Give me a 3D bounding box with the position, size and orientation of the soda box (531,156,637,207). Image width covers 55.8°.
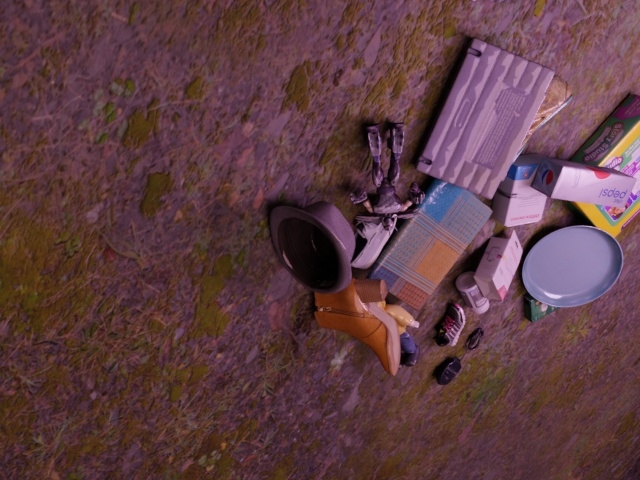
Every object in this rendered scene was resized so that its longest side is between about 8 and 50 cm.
[{"bbox_3d":[0.754,-0.165,1.727,0.286,0.091,0.098,6,113,-23],"label":"soda box"}]

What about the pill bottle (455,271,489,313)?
[{"bbox_3d":[0.484,0.167,1.911,0.078,0.078,0.137,-36,128,-3],"label":"pill bottle"}]

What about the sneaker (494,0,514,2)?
[{"bbox_3d":[0.490,-0.646,1.440,0.281,0.105,0.115,-15,94,-17],"label":"sneaker"}]

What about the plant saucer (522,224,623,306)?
[{"bbox_3d":[0.822,0.081,1.987,0.317,0.044,0.317,2,120,3],"label":"plant saucer"}]

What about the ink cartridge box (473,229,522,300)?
[{"bbox_3d":[0.552,0.071,1.866,0.198,0.067,0.115,-58,134,-26],"label":"ink cartridge box"}]

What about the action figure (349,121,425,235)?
[{"bbox_3d":[0.162,-0.149,1.513,0.185,0.099,0.285,-6,104,-5],"label":"action figure"}]

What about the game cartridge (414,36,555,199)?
[{"bbox_3d":[0.415,-0.304,1.544,0.230,0.068,0.355,21,110,-6],"label":"game cartridge"}]

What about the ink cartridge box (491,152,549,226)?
[{"bbox_3d":[0.592,-0.150,1.775,0.139,0.082,0.190,-9,123,-22],"label":"ink cartridge box"}]

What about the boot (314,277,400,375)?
[{"bbox_3d":[0.098,0.238,1.673,0.211,0.104,0.295,-7,106,24],"label":"boot"}]

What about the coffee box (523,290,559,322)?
[{"bbox_3d":[0.800,0.202,2.117,0.184,0.040,0.113,-26,126,-11],"label":"coffee box"}]

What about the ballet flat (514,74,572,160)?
[{"bbox_3d":[0.526,-0.310,1.640,0.348,0.123,0.123,-48,128,6],"label":"ballet flat"}]

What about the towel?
[{"bbox_3d":[0.312,0.004,1.720,0.271,0.040,0.370,34,94,-40],"label":"towel"}]

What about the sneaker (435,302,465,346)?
[{"bbox_3d":[0.413,0.280,1.950,0.075,0.063,0.170,-13,128,-28],"label":"sneaker"}]

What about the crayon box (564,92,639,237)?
[{"bbox_3d":[0.941,-0.218,1.899,0.313,0.106,0.363,35,99,-36],"label":"crayon box"}]

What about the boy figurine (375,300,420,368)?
[{"bbox_3d":[0.199,0.252,1.781,0.177,0.092,0.285,-17,123,26],"label":"boy figurine"}]

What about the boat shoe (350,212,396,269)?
[{"bbox_3d":[0.131,-0.021,1.617,0.081,0.079,0.227,5,119,-34],"label":"boat shoe"}]

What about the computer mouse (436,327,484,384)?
[{"bbox_3d":[0.475,0.394,2.073,0.242,0.041,0.071,-50,126,-1],"label":"computer mouse"}]

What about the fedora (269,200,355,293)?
[{"bbox_3d":[0.000,0.000,1.503,0.124,0.244,0.275,-44,132,-36],"label":"fedora"}]
